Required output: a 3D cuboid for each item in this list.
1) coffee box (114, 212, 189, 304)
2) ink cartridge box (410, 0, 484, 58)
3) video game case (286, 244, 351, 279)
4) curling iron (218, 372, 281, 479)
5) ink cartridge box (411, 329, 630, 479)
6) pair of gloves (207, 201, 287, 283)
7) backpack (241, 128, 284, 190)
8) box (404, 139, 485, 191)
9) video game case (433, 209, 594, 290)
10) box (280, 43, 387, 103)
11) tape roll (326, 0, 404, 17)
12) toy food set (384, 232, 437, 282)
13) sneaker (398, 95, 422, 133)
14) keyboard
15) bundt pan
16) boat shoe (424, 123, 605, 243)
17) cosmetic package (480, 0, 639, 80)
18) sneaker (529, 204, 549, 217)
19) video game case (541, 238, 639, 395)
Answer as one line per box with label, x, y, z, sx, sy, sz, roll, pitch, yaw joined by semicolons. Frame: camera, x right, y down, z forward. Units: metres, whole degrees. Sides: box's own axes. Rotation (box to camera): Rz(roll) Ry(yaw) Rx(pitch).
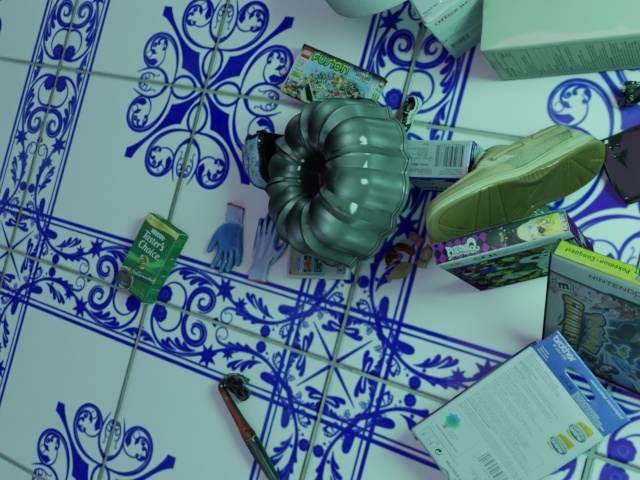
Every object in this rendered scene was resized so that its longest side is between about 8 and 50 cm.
coffee box;-0.389;0.040;1.702;0.113;0.040;0.184;34;99;28
ink cartridge box;0.256;-0.422;1.349;0.127;0.175;0.072;-33;68;20
video game case;0.000;0.000;1.512;0.143;0.019;0.157;0;83;29
curling iron;-0.138;0.391;1.515;0.068;0.035;0.274;-35;68;20
ink cartridge box;0.329;0.304;1.242;0.311;0.065;0.185;-42;77;21
pair of gloves;-0.157;0.005;1.593;0.198;0.023;0.159;14;89;30
backpack;-0.109;-0.162;1.550;0.084;0.105;0.114;-15;75;49
box;0.230;-0.132;1.340;0.126;0.137;0.072;5;85;29
video game case;0.323;0.023;1.212;0.210;0.232;0.041;-16;69;25
box;0.025;-0.320;1.537;0.207;0.036;0.114;30;96;29
tape roll;0.148;-0.589;1.397;0.392;0.072;0.391;-28;41;28
toy food set;0.172;0.026;1.417;0.122;0.019;0.077;-26;70;31
sneaker;0.167;-0.245;1.449;0.032;0.037;0.083;25;96;27
keyboard;0.612;-0.201;1.208;0.317;0.033;0.201;-21;79;23
bundt pan;0.011;-0.116;1.376;0.331;0.124;0.330;-13;73;49
boat shoe;0.307;-0.097;1.237;0.341;0.121;0.110;-23;43;-17
cosmetic package;0.443;-0.358;1.250;0.310;0.160;0.113;2;83;27
sneaker;0.327;-0.036;1.319;0.167;0.065;0.076;-11;81;28
video game case;0.460;0.137;1.117;0.248;0.274;0.035;23;58;29
